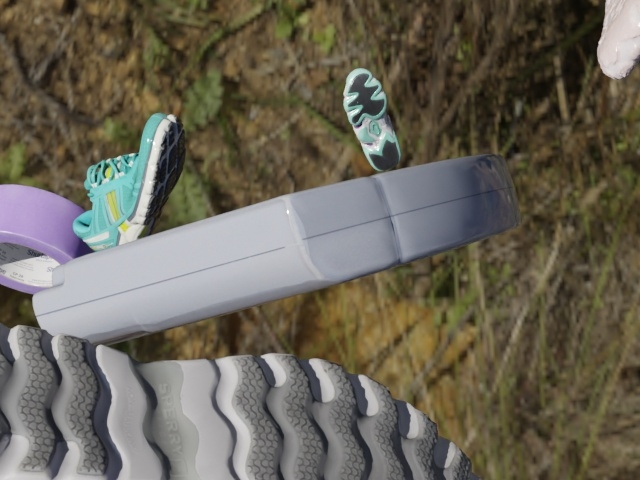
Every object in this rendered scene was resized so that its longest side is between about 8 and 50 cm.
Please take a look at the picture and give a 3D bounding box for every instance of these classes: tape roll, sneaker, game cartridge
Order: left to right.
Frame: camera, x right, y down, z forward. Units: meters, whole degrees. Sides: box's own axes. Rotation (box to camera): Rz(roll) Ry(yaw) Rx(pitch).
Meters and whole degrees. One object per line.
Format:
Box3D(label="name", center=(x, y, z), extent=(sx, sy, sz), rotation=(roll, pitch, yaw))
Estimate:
Box3D(label="tape roll", center=(-0.416, 0.002, 2.019), extent=(0.189, 0.080, 0.189), rotation=(9, 152, 5))
Box3D(label="sneaker", center=(-0.256, -0.067, 1.831), extent=(0.110, 0.107, 0.275), rotation=(32, 134, -1))
Box3D(label="sneaker", center=(-0.056, 0.111, 0.590), extent=(0.281, 0.105, 0.115), rotation=(17, 132, -14))
Box3D(label="game cartridge", center=(0.000, 0.000, 0.808), extent=(0.196, 0.294, 0.060), rotation=(-20, 87, 29))
Box3D(label="sneaker", center=(0.039, -0.114, 1.221), extent=(0.038, 0.069, 0.098), rotation=(-17, 121, -1))

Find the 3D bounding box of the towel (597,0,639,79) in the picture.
Box3D(label="towel", center=(0.410, -0.385, 1.595), extent=(0.053, 0.317, 0.332), rotation=(22, 125, -5))
